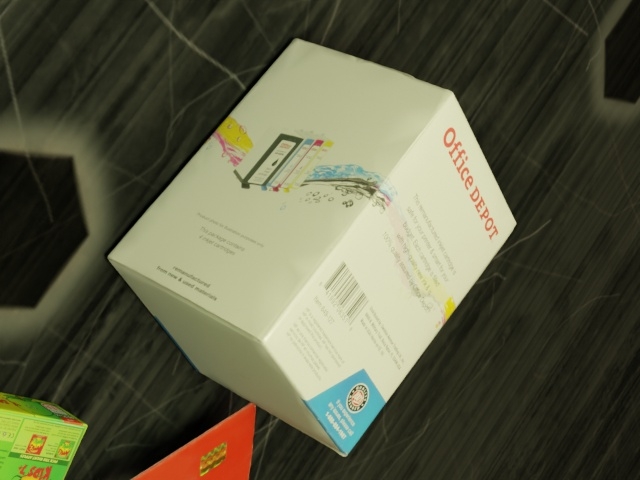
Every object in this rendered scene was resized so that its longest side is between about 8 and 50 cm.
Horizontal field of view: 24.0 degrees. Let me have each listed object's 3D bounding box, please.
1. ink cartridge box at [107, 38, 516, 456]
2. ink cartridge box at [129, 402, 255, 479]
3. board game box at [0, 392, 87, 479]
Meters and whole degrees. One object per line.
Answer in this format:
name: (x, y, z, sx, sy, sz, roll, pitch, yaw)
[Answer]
ink cartridge box: (0.000, 0.000, 1.133, 0.232, 0.168, 0.171, -51, 140, -17)
ink cartridge box: (-0.136, 0.285, 1.185, 0.275, 0.060, 0.239, -30, 143, -37)
board game box: (-0.251, 0.146, 1.022, 0.181, 0.043, 0.092, 22, 93, -52)
